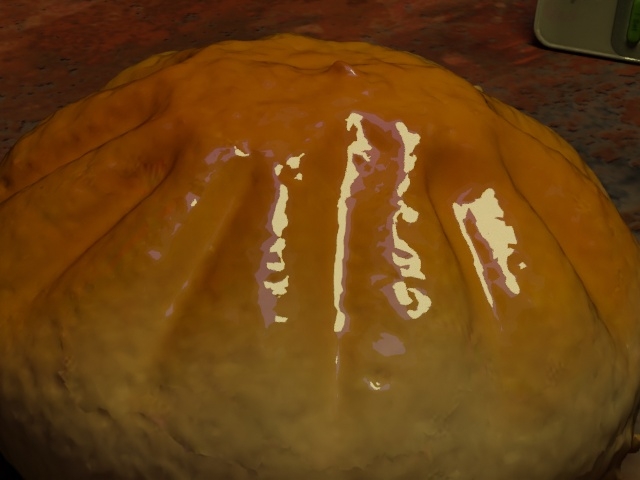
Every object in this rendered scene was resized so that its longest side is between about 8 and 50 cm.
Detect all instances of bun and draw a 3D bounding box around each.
[{"bbox_3d":[0.000,0.000,0.612,0.299,0.165,0.299,3,35,-2],"label":"bun"}]

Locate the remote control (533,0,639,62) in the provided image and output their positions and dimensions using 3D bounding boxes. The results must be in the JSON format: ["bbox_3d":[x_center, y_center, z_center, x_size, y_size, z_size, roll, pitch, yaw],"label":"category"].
[{"bbox_3d":[0.264,-0.152,0.928,0.250,0.103,0.034,12,32,10],"label":"remote control"}]
